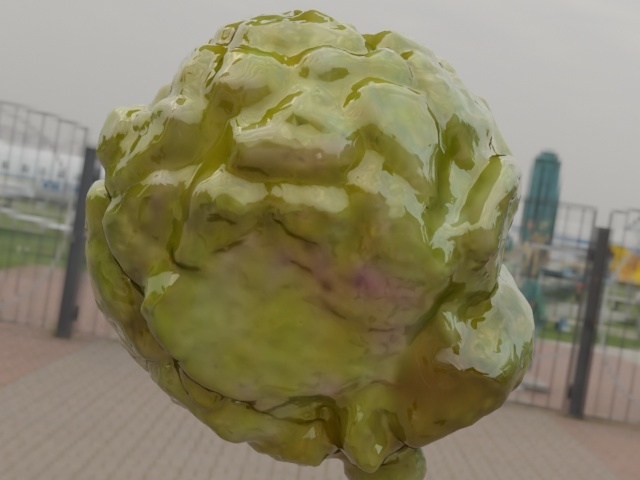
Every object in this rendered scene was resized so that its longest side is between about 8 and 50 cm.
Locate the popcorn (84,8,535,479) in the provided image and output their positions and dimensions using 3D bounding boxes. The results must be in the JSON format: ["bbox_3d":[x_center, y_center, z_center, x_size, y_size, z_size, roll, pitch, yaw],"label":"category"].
[{"bbox_3d":[0.000,0.000,0.651,0.259,0.259,0.212,9,35,1],"label":"popcorn"}]
